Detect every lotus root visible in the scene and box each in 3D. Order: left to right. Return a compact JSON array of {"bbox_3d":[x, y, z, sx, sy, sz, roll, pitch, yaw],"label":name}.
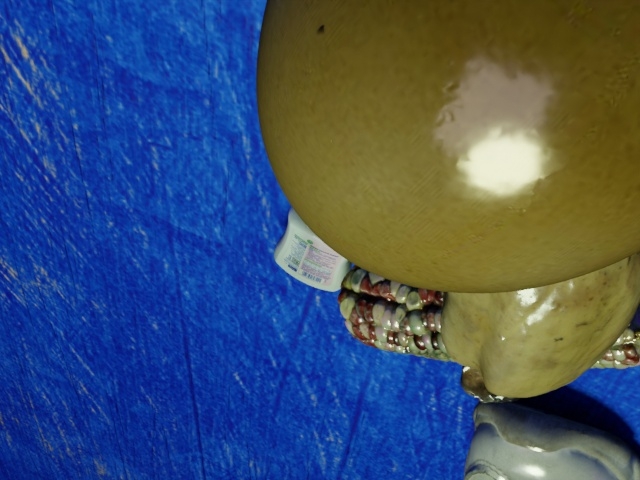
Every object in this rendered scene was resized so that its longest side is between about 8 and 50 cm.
[{"bbox_3d":[0.149,0.011,0.902,0.154,0.140,0.257,49,148,32],"label":"lotus root"}]

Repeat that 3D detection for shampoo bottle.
[{"bbox_3d":[0.000,0.000,1.132,0.072,0.043,0.099,27,151,3],"label":"shampoo bottle"}]

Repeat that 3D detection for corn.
[{"bbox_3d":[0.140,0.056,1.053,0.280,0.092,0.092,2,142,36],"label":"corn"}]

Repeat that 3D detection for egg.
[{"bbox_3d":[0.096,-0.100,0.653,0.250,0.250,0.322,34,138,-8],"label":"egg"}]

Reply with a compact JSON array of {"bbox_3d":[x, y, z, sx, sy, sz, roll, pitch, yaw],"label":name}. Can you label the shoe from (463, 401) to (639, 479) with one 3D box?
[{"bbox_3d":[0.216,0.305,1.267,0.172,0.198,0.351,13,149,26],"label":"shoe"}]
